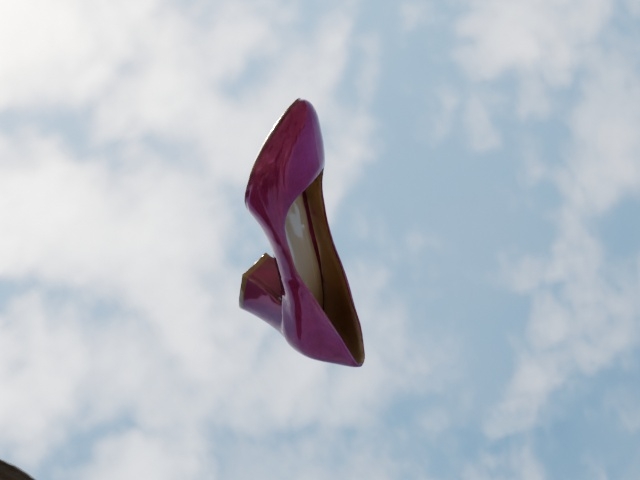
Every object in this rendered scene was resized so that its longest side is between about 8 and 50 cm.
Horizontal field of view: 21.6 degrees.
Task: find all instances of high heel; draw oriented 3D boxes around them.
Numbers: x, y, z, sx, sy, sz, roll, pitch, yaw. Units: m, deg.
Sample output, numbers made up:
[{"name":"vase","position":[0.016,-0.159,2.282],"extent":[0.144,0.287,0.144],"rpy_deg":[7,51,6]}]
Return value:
[{"name":"high heel","position":[0.000,0.000,1.325],"extent":[0.117,0.244,0.082],"rpy_deg":[28,-137,17]}]

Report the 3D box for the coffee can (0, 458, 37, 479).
[{"name":"coffee can","position":[-0.329,0.338,1.387],"extent":[0.201,0.275,0.201],"rpy_deg":[10,-150,-6]}]
